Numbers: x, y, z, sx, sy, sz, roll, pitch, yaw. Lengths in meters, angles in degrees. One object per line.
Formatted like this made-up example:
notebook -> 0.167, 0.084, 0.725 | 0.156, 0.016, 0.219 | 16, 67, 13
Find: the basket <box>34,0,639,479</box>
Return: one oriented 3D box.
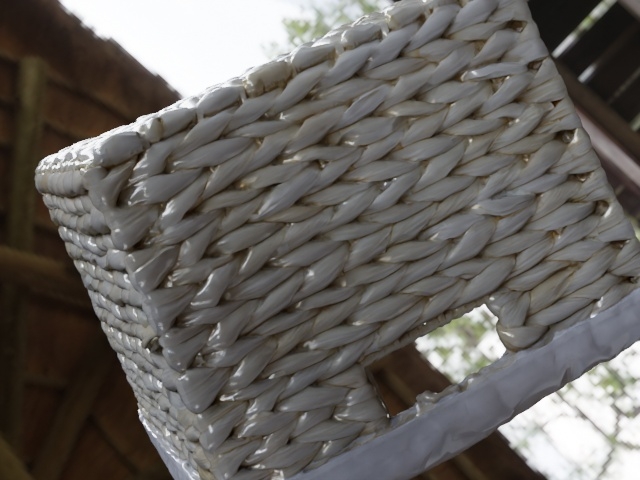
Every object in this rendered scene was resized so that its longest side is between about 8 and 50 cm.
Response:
basket -> 0.000, 0.000, 0.904 | 0.266, 0.328, 0.331 | 66, 165, -8
